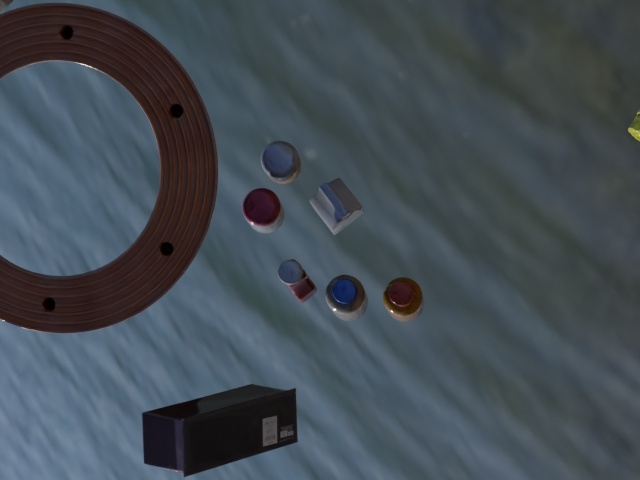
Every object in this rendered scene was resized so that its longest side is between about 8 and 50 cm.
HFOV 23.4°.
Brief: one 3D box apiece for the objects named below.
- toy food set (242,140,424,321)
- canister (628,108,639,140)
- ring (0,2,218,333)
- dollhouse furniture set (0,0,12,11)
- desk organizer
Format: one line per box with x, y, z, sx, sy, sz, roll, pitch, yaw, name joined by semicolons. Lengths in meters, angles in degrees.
0.000;0.000;1.549;0.232;0.111;0.104;53;178;10;toy food set
0.356;-0.128;1.294;0.126;0.170;0.073;34;-178;-23;canister
-0.265;-0.073;1.573;0.336;0.336;0.032;60;-168;1;ring
-0.368;-0.170;1.084;0.161;0.242;0.212;50;178;32;dollhouse furniture set
-0.081;0.151;1.253;0.050;0.130;0.047;5;99;42;desk organizer
